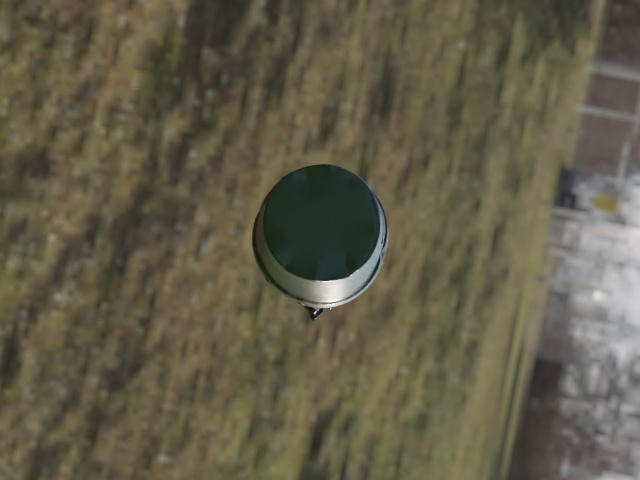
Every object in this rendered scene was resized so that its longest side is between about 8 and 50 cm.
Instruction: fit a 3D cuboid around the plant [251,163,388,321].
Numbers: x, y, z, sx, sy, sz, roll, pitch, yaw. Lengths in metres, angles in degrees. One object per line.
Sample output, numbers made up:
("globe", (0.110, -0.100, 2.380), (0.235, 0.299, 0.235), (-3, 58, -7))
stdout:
("plant", (0.000, 0.000, 0.678), (0.102, 0.051, 0.051), (95, 6, -81))
